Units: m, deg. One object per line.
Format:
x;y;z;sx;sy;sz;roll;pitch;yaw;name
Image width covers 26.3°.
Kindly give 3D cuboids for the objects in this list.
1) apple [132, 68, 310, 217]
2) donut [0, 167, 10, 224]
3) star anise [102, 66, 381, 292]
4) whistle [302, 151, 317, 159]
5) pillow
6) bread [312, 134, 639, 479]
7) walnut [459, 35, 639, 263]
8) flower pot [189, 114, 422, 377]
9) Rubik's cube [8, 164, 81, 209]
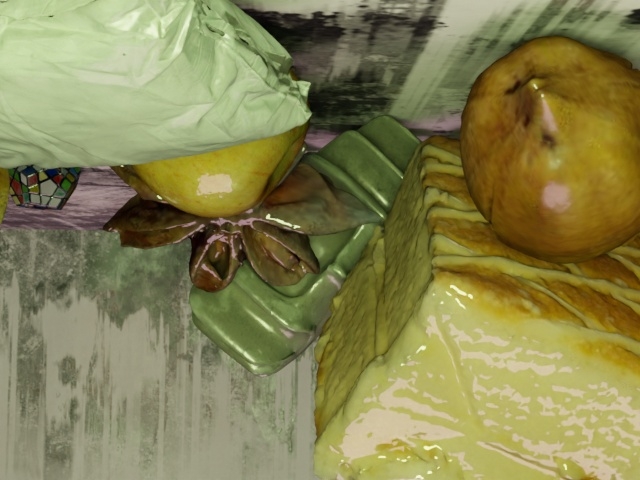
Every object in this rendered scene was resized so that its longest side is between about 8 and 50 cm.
-0.099;-0.108;1.261;0.155;0.182;0.182;30;178;5;apple
-0.468;-0.059;1.284;0.330;0.330;0.160;0;144;8;donut
-0.087;-0.061;1.476;0.315;0.315;0.108;1;-147;-2;star anise
-0.083;-0.090;1.839;0.142;0.134;0.346;-5;-177;26;whistle
-0.191;-0.141;1.046;0.310;0.138;0.283;-2;166;16;pillow
0.218;0.118;1.460;0.390;0.279;0.371;21;-150;-11;bread
0.222;-0.087;1.257;0.209;0.209;0.336;0;170;17;walnut
0.000;0.000;1.711;0.164;0.367;0.254;41;176;9;flower pot
-0.399;-0.092;1.969;0.111;0.111;0.093;3;-159;-21;Rubik's cube
